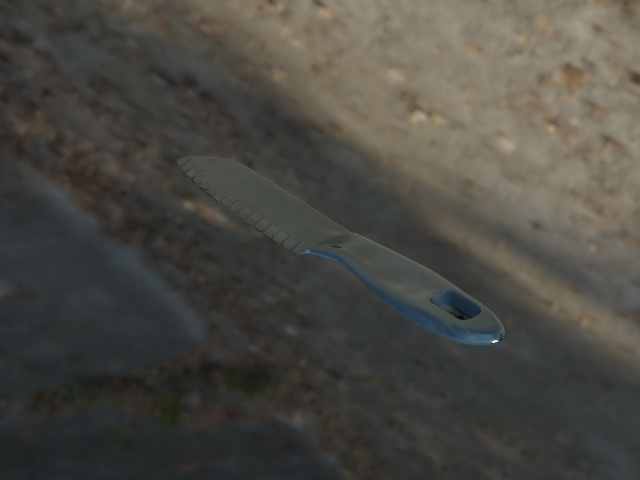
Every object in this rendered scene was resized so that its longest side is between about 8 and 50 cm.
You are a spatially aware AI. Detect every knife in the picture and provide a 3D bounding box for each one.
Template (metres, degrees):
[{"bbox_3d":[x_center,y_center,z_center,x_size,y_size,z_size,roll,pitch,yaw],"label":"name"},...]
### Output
[{"bbox_3d":[0.000,0.000,1.040,0.313,0.044,0.019,32,133,53],"label":"knife"}]
